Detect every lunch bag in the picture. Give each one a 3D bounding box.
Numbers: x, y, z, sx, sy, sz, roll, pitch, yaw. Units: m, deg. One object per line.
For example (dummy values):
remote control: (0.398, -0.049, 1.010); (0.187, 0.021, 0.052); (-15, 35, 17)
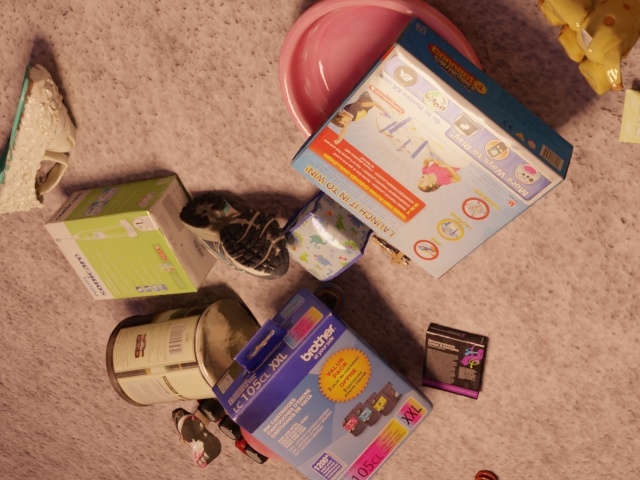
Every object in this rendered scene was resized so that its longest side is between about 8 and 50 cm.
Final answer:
lunch bag: (0.000, 0.000, 1.756); (0.129, 0.096, 0.151); (39, 130, -10)

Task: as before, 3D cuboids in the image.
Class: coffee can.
coffee can: (-0.288, 0.242, 2.046); (0.275, 0.201, 0.201); (-12, 122, 35)

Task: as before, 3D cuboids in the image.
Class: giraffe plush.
giraffe plush: (0.401, -0.306, 1.248); (0.170, 0.210, 0.181); (-33, 100, 8)

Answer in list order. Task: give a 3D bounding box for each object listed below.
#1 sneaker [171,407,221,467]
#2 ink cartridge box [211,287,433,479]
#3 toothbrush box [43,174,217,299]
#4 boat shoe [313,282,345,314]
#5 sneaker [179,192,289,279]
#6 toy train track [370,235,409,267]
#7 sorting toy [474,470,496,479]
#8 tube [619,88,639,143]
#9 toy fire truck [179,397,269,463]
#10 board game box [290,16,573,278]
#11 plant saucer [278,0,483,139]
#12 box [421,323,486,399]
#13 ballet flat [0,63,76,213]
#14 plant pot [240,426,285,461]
sneaker: (-0.280, 0.432, 2.158); (0.077, 0.072, 0.178); (37, 152, 43)
ink cartridge box: (-0.013, 0.282, 1.828); (0.395, 0.270, 0.151); (43, 176, -28)
toothbrush box: (-0.376, -0.001, 1.931); (0.283, 0.122, 0.206); (-8, 125, 31)
boat shoe: (-0.007, 0.156, 1.920); (0.066, 0.066, 0.183); (30, 136, 0)
sneaker: (-0.140, 0.007, 1.798); (0.283, 0.110, 0.122); (33, 159, 43)
toy train track: (0.129, 0.018, 1.767); (0.083, 0.014, 0.048); (38, 143, 0)
sorting toy: (0.371, 0.546, 2.094); (0.102, 0.042, 0.061); (42, 135, -13)
tube: (0.549, -0.155, 1.365); (0.240, 0.062, 0.070); (15, 94, 22)
toy fire truck: (-0.213, 0.433, 2.240); (0.217, 0.158, 0.246); (43, 154, -6)
board game box: (0.160, -0.127, 1.449); (0.308, 0.086, 0.302); (38, 136, -8)
plant saucer: (0.100, -0.246, 1.494); (0.332, 0.084, 0.332); (15, 135, 15)
box: (0.261, 0.238, 1.885); (0.116, 0.029, 0.162); (13, 135, 15)
ballet flat: (-0.549, -0.189, 1.871); (0.147, 0.147, 0.409); (35, 139, -5)
plant pot: (-0.057, 0.334, 2.032); (0.201, 0.201, 0.180); (21, 119, 9)
